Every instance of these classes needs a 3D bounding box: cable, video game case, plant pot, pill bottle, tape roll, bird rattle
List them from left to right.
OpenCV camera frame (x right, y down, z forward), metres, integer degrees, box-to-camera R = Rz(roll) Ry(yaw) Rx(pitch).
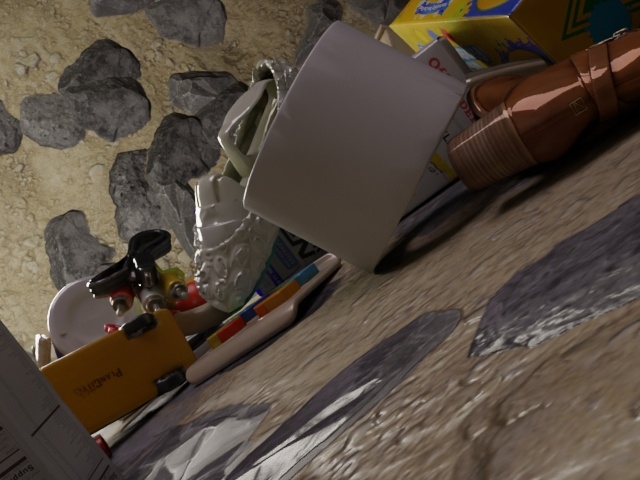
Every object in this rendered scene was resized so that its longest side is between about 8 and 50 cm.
[{"bbox_3d":[-0.381,0.177,1.768,0.152,0.152,0.272,-39,-14,-21],"label":"pill bottle"},{"bbox_3d":[-0.279,0.052,1.557,0.139,0.072,0.287,-12,15,-9],"label":"cable"},{"bbox_3d":[-0.228,0.193,1.564,0.190,0.022,0.173,-37,5,-2],"label":"video game case"},{"bbox_3d":[-0.217,0.100,1.565,0.207,0.143,0.253,-19,11,7],"label":"bird rattle"},{"bbox_3d":[0.039,-0.106,1.174,0.246,0.169,0.246,-63,-3,-5],"label":"tape roll"},{"bbox_3d":[0.247,-0.174,1.277,0.096,0.109,0.109,-23,9,14],"label":"plant pot"}]

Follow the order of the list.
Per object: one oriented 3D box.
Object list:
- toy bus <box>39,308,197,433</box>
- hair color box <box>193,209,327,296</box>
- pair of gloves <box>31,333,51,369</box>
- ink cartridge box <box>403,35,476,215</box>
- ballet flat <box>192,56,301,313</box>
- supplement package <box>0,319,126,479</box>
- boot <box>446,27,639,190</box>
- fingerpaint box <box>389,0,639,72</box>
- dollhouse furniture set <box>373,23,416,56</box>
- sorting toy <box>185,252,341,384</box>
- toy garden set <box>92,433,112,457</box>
[{"bbox_3d":[-0.325,0.210,1.337,0.333,0.108,0.130,-27,-6,-37],"label":"toy bus"},{"bbox_3d":[-0.016,-0.080,1.661,0.339,0.185,0.110,-38,6,-9],"label":"hair color box"},{"bbox_3d":[-0.434,0.255,1.618,0.042,0.204,0.240,1,-10,-18],"label":"pair of gloves"},{"bbox_3d":[0.127,-0.154,1.448,0.233,0.171,0.168,-36,5,15],"label":"ink cartridge box"},{"bbox_3d":[-0.116,-0.097,1.512,0.147,0.147,0.409,-27,40,60],"label":"ballet flat"},{"bbox_3d":[-0.322,0.199,0.984,0.134,0.244,0.139,-36,5,5],"label":"supplement package"},{"bbox_3d":[0.257,-0.157,1.055,0.220,0.109,0.283,-29,2,27],"label":"boot"},{"bbox_3d":[0.335,-0.411,1.491,0.371,0.163,0.445,-51,19,-1],"label":"fingerpaint box"},{"bbox_3d":[0.177,-0.200,1.899,0.198,0.286,0.303,-101,27,-42],"label":"dollhouse furniture set"},{"bbox_3d":[-0.077,0.095,1.363,0.193,0.038,0.208,-34,7,25],"label":"sorting toy"},{"bbox_3d":[-0.329,0.296,1.215,0.204,0.049,0.244,-30,-2,-7],"label":"toy garden set"}]
